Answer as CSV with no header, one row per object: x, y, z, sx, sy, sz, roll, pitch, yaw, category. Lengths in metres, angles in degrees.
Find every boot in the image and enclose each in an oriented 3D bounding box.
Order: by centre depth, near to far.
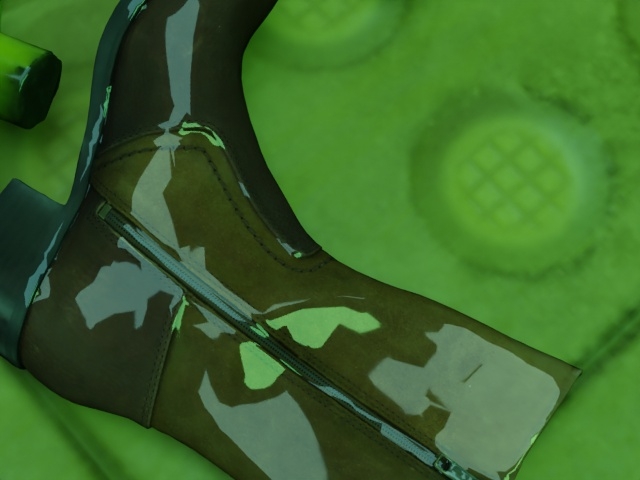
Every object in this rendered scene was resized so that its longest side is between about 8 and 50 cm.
0.000,0.000,0.588,0.280,0.096,0.264,30,72,9,boot

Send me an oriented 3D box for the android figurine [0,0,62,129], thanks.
-0.276,-0.107,0.596,0.273,0.056,0.248,25,38,11,android figurine
